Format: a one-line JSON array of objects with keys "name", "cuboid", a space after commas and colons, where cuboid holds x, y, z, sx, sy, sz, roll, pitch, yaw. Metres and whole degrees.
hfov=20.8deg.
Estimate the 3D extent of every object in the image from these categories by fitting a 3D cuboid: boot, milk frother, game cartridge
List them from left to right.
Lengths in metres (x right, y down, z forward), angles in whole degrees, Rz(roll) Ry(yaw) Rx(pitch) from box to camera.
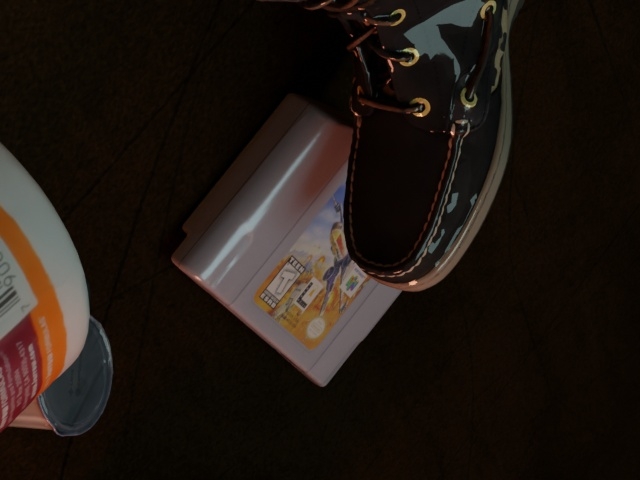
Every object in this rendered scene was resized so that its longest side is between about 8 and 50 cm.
[{"name": "milk frother", "cuboid": [-0.233, 0.063, 1.166, 0.143, 0.135, 0.129, 11, 80, -60]}, {"name": "game cartridge", "cuboid": [0.000, 0.000, 1.507, 0.198, 0.062, 0.297, -48, 149, -2]}, {"name": "boot", "cuboid": [0.037, -0.162, 1.273, 0.284, 0.138, 0.377, 13, 93, -56]}]

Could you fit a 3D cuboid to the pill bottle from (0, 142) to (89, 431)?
[{"name": "pill bottle", "cuboid": [-0.329, 0.101, 0.933, 0.392, 0.224, 0.224, -45, 149, -34]}]
